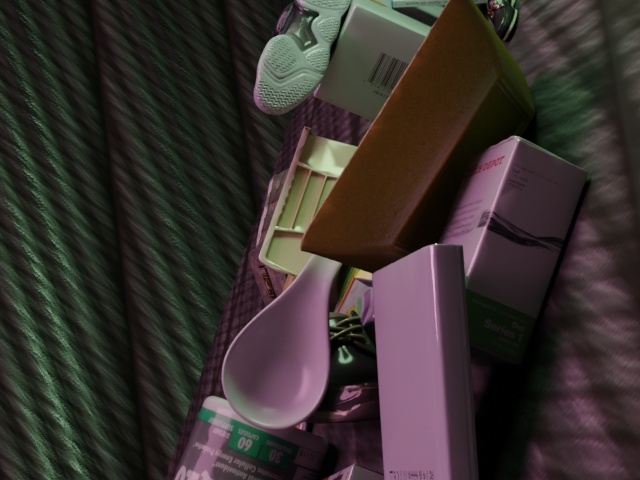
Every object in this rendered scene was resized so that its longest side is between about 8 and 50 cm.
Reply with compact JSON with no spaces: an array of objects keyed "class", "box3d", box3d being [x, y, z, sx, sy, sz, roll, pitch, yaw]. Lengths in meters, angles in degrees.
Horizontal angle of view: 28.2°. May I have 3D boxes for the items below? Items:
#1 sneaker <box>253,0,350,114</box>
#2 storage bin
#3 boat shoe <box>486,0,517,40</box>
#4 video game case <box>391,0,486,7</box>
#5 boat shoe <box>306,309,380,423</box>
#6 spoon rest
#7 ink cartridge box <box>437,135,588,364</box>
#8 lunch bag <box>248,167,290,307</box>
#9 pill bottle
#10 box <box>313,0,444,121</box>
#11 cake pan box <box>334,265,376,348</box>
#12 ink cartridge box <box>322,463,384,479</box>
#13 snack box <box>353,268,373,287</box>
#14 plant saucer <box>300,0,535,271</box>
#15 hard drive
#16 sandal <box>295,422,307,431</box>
[{"class":"sneaker","box3d":[-0.039,-0.296,2.031,0.268,0.101,0.153,-66,8,-21]},{"class":"storage bin","box3d":[0.000,0.000,2.088,0.262,0.123,0.260,83,-156,-66]},{"class":"boat shoe","box3d":[0.267,-0.341,1.899,0.049,0.042,0.133,-57,15,37]},{"class":"video game case","box3d":[0.200,-0.412,2.094,0.119,0.166,0.015,-83,-10,-60]},{"class":"boat shoe","box3d":[0.004,0.160,1.701,0.355,0.132,0.130,-170,77,-66]},{"class":"spoon rest","box3d":[-0.025,0.104,1.593,0.276,0.137,0.084,-63,-16,-11]},{"class":"ink cartridge box","box3d":[0.185,0.015,1.361,0.160,0.093,0.219,160,132,-77]},{"class":"lunch bag","box3d":[-0.032,0.013,2.375,0.235,0.169,0.287,165,120,-74]},{"class":"pill bottle","box3d":[-0.140,0.429,1.875,0.204,0.204,0.361,160,131,-77]},{"class":"box","box3d":[0.114,-0.323,2.172,0.345,0.215,0.168,-91,25,-67]},{"class":"cake pan box","box3d":[0.092,0.057,1.869,0.246,0.070,0.267,-47,22,59]},{"class":"ink cartridge box","box3d":[0.031,0.338,1.574,0.135,0.056,0.099,131,160,-64]},{"class":"snack box","box3d":[0.119,0.018,1.689,0.141,0.037,0.100,8,73,45]},{"class":"plant saucer","box3d":[0.141,-0.094,1.500,0.333,0.081,0.333,-58,-20,5]},{"class":"hard drive","box3d":[0.103,0.171,1.265,0.203,0.040,0.307,145,123,-73]},{"class":"sandal","box3d":[-0.096,0.388,2.105,0.102,0.076,0.265,-134,67,-79]}]
